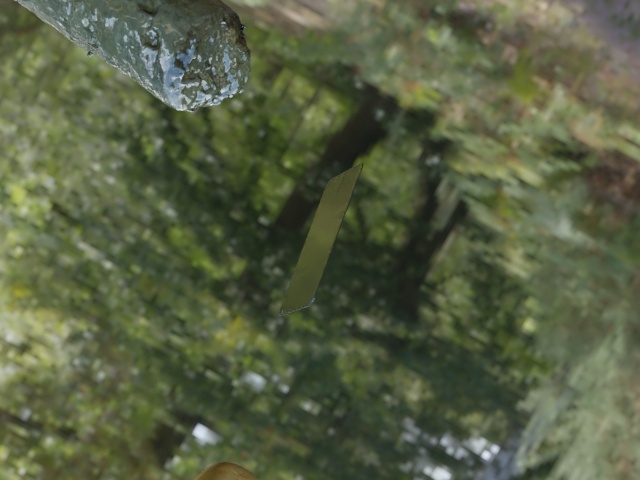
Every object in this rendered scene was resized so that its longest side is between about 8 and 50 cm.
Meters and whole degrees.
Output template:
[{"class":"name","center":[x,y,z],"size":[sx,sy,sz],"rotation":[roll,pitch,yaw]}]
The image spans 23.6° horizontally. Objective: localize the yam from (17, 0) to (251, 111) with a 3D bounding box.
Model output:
[{"class":"yam","center":[-0.123,-0.146,0.984],"size":[0.179,0.078,0.078],"rotation":[33,-175,35]}]

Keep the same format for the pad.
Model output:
[{"class":"pad","center":[0.000,0.000,1.543],"size":[0.003,0.157,0.112],"rotation":[24,165,-14]}]

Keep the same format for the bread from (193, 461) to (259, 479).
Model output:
[{"class":"bread","center":[-0.118,0.348,1.657],"size":[0.147,0.098,0.217],"rotation":[53,-147,-14]}]
